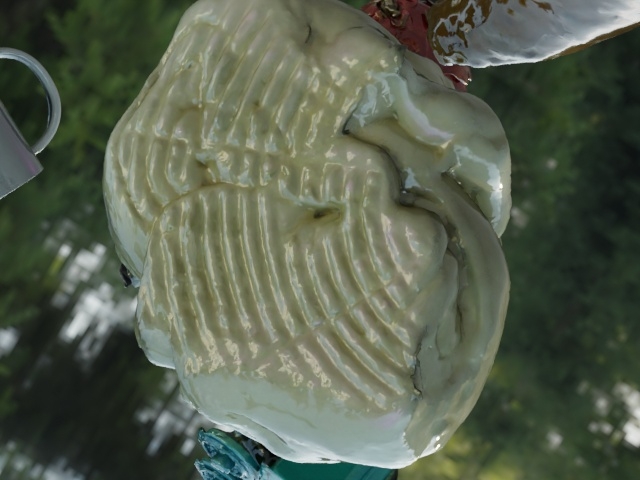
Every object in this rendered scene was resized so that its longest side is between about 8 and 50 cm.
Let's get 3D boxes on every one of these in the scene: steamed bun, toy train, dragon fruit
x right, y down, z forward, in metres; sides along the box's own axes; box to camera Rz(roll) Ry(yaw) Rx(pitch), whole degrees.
[{"bbox_3d":[0.000,0.000,1.324,0.275,0.320,0.206,-4,166,16],"label":"steamed bun"},{"bbox_3d":[-0.019,0.180,1.590,0.154,0.107,0.198,38,159,10],"label":"toy train"},{"bbox_3d":[0.075,-0.099,1.432,0.190,0.094,0.094,62,174,-26],"label":"dragon fruit"}]

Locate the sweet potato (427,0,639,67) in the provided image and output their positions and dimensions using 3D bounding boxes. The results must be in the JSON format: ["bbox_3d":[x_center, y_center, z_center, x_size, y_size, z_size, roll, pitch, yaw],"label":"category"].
[{"bbox_3d":[0.123,-0.119,0.425,0.112,0.112,0.359,28,149,-20],"label":"sweet potato"}]

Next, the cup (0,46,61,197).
[{"bbox_3d":[-0.290,-0.094,1.604,0.133,0.099,0.136,58,-137,-9],"label":"cup"}]
